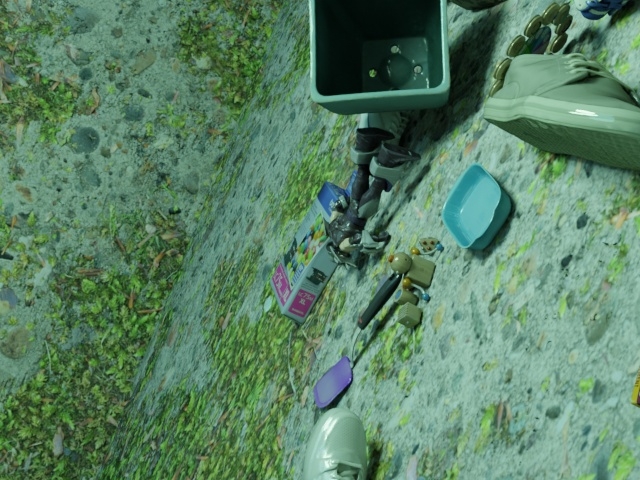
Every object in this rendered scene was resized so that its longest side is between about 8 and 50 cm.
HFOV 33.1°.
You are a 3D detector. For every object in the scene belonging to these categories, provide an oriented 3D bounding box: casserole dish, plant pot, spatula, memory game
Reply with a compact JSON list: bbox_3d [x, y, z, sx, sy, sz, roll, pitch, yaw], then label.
[{"bbox_3d":[0.246,-0.050,1.686,0.114,0.037,0.188,-58,20,16],"label":"casserole dish"},{"bbox_3d":[0.126,-0.350,2.009,0.252,0.248,0.247,38,-130,-75],"label":"plant pot"},{"bbox_3d":[0.067,0.170,1.870,0.296,0.030,0.084,-62,19,23],"label":"spatula"},{"bbox_3d":[0.321,-0.279,1.634,0.186,0.012,0.186,-39,-25,-22],"label":"memory game"}]

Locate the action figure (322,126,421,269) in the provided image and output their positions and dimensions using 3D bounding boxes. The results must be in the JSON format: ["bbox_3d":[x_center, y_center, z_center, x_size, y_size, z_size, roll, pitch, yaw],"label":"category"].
[{"bbox_3d":[0.079,-0.063,2.025,0.185,0.099,0.285,56,132,47],"label":"action figure"}]

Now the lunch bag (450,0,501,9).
[{"bbox_3d":[0.268,-0.615,2.013,0.305,0.256,0.212,-67,19,-6],"label":"lunch bag"}]

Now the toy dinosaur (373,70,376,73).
[{"bbox_3d":[0.163,-0.387,2.344,0.092,0.053,0.183,-51,25,-9],"label":"toy dinosaur"}]

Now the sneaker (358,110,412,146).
[{"bbox_3d":[0.133,-0.236,2.144,0.091,0.094,0.258,-31,41,25],"label":"sneaker"}]

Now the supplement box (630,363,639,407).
[{"bbox_3d":[0.394,0.116,1.013,0.188,0.081,0.104,-23,44,62],"label":"supplement box"}]

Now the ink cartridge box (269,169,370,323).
[{"bbox_3d":[0.000,0.000,2.242,0.311,0.065,0.186,-58,20,12],"label":"ink cartridge box"}]

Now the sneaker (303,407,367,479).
[{"bbox_3d":[0.043,0.390,1.572,0.169,0.108,0.292,-20,57,62],"label":"sneaker"}]

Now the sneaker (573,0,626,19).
[{"bbox_3d":[0.432,-0.374,1.550,0.296,0.112,0.131,-110,32,-67],"label":"sneaker"}]

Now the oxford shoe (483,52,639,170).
[{"bbox_3d":[0.340,-0.183,1.424,0.130,0.169,0.449,-61,14,5],"label":"oxford shoe"}]

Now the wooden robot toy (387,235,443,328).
[{"bbox_3d":[0.139,0.054,1.771,0.076,0.079,0.173,-28,39,60],"label":"wooden robot toy"}]
